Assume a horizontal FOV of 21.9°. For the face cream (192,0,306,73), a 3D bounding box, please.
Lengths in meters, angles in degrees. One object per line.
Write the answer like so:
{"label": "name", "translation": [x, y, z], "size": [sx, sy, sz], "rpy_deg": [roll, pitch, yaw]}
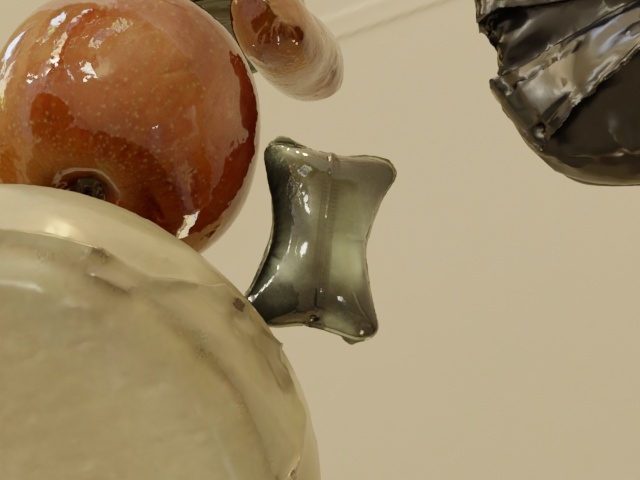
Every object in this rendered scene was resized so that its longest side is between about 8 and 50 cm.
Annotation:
{"label": "face cream", "translation": [-0.145, -0.375, 1.826], "size": [0.312, 0.219, 0.357], "rpy_deg": [-14, -109, 10]}

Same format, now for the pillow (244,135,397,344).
{"label": "pillow", "translation": [0.000, 0.000, 1.135], "size": [0.091, 0.055, 0.136], "rpy_deg": [6, -100, 18]}

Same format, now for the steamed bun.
{"label": "steamed bun", "translation": [-0.185, 0.145, 1.015], "size": [0.374, 0.241, 0.374], "rpy_deg": [0, -81, 1]}

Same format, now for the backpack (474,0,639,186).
{"label": "backpack", "translation": [0.363, -0.211, 1.549], "size": [0.255, 0.445, 0.363], "rpy_deg": [92, -19, -81]}

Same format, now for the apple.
{"label": "apple", "translation": [-0.138, -0.071, 1.139], "size": [0.201, 0.162, 0.201], "rpy_deg": [8, -41, 7]}

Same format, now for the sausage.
{"label": "sausage", "translation": [-0.031, -0.191, 1.637], "size": [0.083, 0.300, 0.089], "rpy_deg": [-26, -98, 7]}
